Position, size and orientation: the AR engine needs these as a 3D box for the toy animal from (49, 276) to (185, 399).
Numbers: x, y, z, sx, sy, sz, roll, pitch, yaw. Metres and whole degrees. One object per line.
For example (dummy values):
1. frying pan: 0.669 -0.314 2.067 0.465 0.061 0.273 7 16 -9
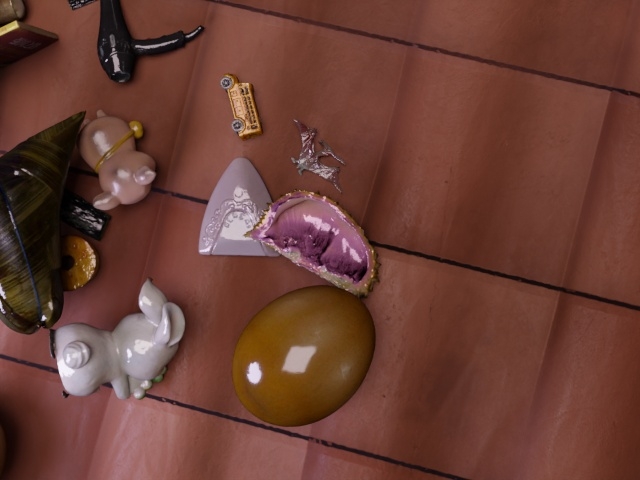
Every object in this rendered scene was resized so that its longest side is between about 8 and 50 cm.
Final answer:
1. toy animal: -0.462 0.243 1.624 0.310 0.247 0.182 -14 52 -9

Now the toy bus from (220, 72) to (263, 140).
1. toy bus: -0.191 -0.332 1.698 0.074 0.069 0.162 -14 88 2

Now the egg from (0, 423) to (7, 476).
1. egg: -0.910 0.524 1.594 0.374 0.301 0.301 -38 86 6

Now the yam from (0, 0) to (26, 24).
1. yam: -0.913 -0.542 1.750 0.357 0.081 0.081 -17 87 4

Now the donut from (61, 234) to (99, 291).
1. donut: -0.617 0.056 1.715 0.152 0.058 0.151 0 87 5

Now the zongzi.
1. zongzi: -0.626 -0.037 1.604 0.432 0.208 0.403 -38 113 -21

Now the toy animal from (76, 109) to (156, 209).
1. toy animal: -0.494 -0.204 1.682 0.165 0.149 0.248 -38 73 18

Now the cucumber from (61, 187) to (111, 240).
1. cucumber: -0.626 -0.081 1.719 0.211 0.062 0.078 30 89 5

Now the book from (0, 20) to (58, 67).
1. book: -0.834 -0.422 1.648 0.374 0.262 0.028 -23 99 2

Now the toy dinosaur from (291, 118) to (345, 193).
1. toy dinosaur: -0.012 -0.202 1.701 0.108 0.032 0.220 -32 96 -2

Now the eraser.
1. eraser: -0.198 -0.082 1.692 0.205 0.059 0.243 0 92 4

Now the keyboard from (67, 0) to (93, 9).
1. keyboard: -0.540 -0.660 1.758 0.231 0.023 0.072 -21 89 3

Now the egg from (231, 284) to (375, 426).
1. egg: -0.036 0.256 1.559 0.351 0.282 0.282 -41 86 -6

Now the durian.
1. durian: 0.001 0.000 1.658 0.341 0.112 0.191 29 73 -8

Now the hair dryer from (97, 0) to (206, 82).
1. hair dryer: -0.421 -0.519 1.734 0.272 0.091 0.235 -8 77 -9
